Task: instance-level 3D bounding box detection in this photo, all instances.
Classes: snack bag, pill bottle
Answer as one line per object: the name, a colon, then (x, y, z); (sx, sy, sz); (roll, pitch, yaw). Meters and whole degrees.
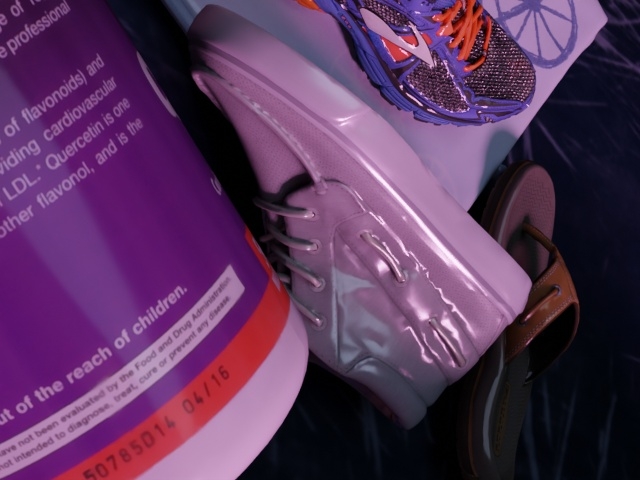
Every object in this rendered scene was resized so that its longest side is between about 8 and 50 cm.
snack bag: (0.038, -0.169, 0.827); (0.323, 0.037, 0.342); (53, 53, -22)
pill bottle: (-0.152, -0.035, 0.509); (0.181, 0.181, 0.323); (-46, 114, -40)

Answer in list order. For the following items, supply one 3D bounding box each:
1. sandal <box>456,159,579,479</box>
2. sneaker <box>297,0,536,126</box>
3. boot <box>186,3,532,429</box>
sandal: (0.134, 0.057, 0.837); (0.090, 0.060, 0.219); (39, 57, -54)
sneaker: (0.056, -0.139, 0.754); (0.221, 0.087, 0.083); (33, 63, -33)
boot: (0.000, 0.000, 0.699); (0.258, 0.095, 0.123); (42, 82, -25)
